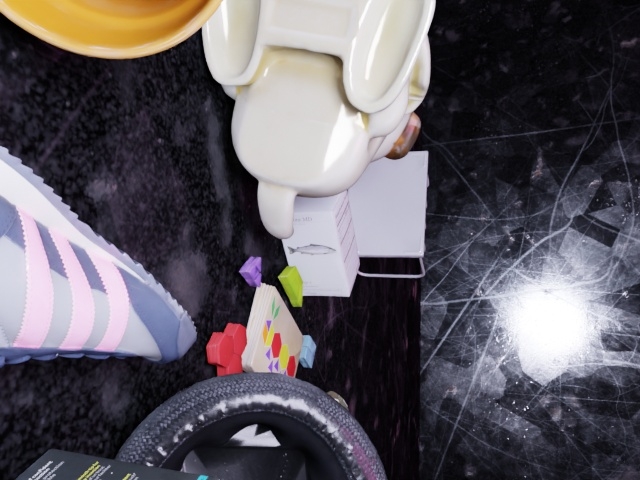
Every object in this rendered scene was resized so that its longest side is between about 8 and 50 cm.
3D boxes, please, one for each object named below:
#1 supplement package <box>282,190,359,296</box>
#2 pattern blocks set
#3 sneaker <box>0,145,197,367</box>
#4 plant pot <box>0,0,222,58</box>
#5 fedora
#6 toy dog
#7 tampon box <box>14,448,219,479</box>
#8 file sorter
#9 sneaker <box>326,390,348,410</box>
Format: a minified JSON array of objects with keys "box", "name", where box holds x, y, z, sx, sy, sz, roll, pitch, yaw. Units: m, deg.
[{"box":[0.000,0.000,0.935,0.105,0.105,0.180,-65,148,-52],"name":"supplement package"},{"box":[-0.075,0.167,0.827,0.286,0.026,0.325,-72,154,-44],"name":"pattern blocks set"},{"box":[-0.206,0.043,0.361,0.131,0.112,0.319,-63,148,-22],"name":"sneaker"},{"box":[-0.148,-0.267,0.400,0.188,0.204,0.205,-92,170,-57],"name":"plant pot"},{"box":[-0.081,0.308,0.548,0.152,0.333,0.335,141,-45,-70],"name":"fedora"},{"box":[0.042,-0.212,0.812,0.408,0.284,0.396,-32,126,-70],"name":"toy dog"},{"box":[-0.159,0.234,0.364,0.120,0.160,0.102,-44,131,-64],"name":"tampon box"},{"box":[0.177,-0.061,1.338,0.173,0.192,0.278,57,36,-62],"name":"file sorter"},{"box":[0.013,0.343,1.041,0.192,0.064,0.086,52,34,-62],"name":"sneaker"}]
